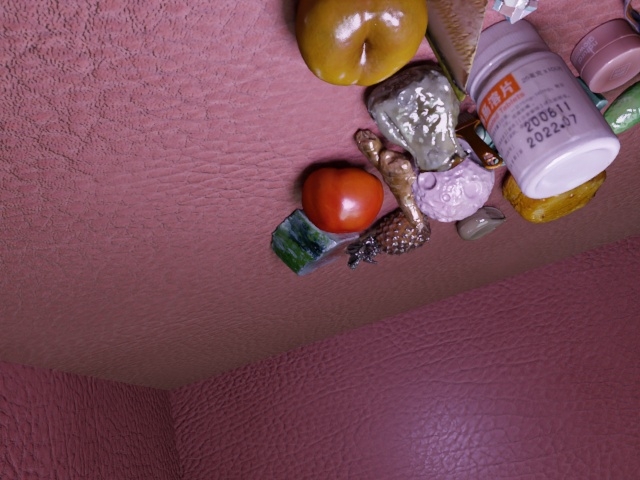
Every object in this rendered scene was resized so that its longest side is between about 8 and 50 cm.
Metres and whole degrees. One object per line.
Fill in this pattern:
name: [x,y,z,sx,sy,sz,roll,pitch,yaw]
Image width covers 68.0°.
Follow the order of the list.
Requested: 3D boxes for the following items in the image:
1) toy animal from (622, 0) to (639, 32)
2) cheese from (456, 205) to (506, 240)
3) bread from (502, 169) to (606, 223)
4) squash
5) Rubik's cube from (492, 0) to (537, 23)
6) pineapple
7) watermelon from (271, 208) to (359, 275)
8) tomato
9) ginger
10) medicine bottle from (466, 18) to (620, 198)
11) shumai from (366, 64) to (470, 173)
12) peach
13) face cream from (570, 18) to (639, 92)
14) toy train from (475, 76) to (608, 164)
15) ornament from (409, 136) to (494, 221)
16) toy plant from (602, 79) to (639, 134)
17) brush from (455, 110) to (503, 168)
toy animal: [0.698,-0.576,0.991,0.302,0.225,0.284,7,169,-20]
cheese: [0.667,-0.068,2.023,0.175,0.091,0.202,-4,154,-29]
bread: [0.849,-0.211,1.713,0.336,0.204,0.358,-24,153,3]
squash: [0.298,-0.374,0.933,0.169,0.252,0.093,-16,157,-3]
Rubik's cube: [0.396,-0.489,0.969,0.084,0.075,0.073,-14,143,29]
pineapple: [0.243,-0.004,1.811,0.361,0.175,0.175,-23,157,36]
watermelon: [-0.002,0.013,1.669,0.302,0.151,0.264,-1,150,-32]
tomato: [0.068,-0.113,1.382,0.259,0.180,0.260,-2,174,0]
ginger: [0.211,-0.166,1.312,0.148,0.081,0.334,8,140,47]
medicine bottle: [0.473,-0.298,1.069,0.211,0.371,0.211,-15,155,-7]
shumai: [0.250,-0.283,1.142,0.260,0.222,0.225,10,147,-38]
peach: [0.074,-0.391,0.879,0.251,0.153,0.251,-10,149,-6]
face cream: [0.735,-0.467,1.209,0.149,0.104,0.149,-15,156,-7]
toy train: [0.615,-0.339,1.347,0.397,0.160,0.253,-6,144,-29]
ornament: [0.371,-0.175,1.398,0.259,0.259,0.225,5,137,-40]
toy plant: [0.978,-0.430,1.292,0.356,0.211,0.317,-9,130,-21]
brush: [0.390,-0.258,1.214,0.090,0.314,0.017,-25,125,11]
